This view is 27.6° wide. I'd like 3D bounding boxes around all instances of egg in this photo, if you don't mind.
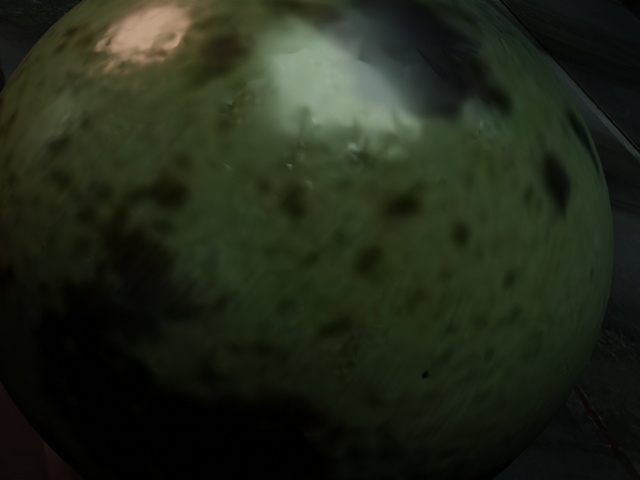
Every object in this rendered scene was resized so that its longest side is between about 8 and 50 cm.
[{"bbox_3d":[0.000,0.000,0.769,0.428,0.345,0.345,0,38,-49],"label":"egg"}]
